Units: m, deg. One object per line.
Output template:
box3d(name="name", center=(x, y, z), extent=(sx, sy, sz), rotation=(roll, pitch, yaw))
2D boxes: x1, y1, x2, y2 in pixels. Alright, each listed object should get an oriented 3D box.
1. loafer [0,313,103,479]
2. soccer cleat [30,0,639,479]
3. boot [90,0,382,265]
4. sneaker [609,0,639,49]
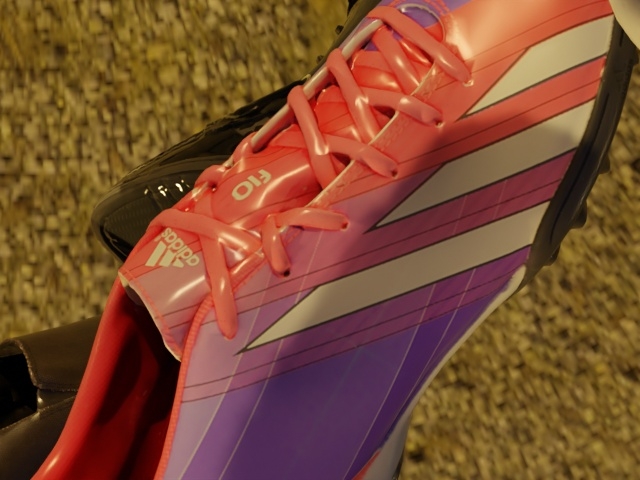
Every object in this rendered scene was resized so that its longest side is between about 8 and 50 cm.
box3d(name="loafer", center=(-0.129, 0.076, 0.916), extent=(0.220, 0.080, 0.078), rotation=(-45, 114, -34))
box3d(name="soccer cleat", center=(0.000, 0.000, 0.604), extent=(0.116, 0.108, 0.318), rotation=(29, 91, -35))
box3d(name="boot", center=(0.006, -0.071, 0.894), extent=(0.236, 0.179, 0.085), rotation=(-16, 127, 31))
box3d(name="sneaker", center=(0.176, -0.154, 0.313), extent=(0.292, 0.169, 0.108), rotation=(-25, 128, 30))
